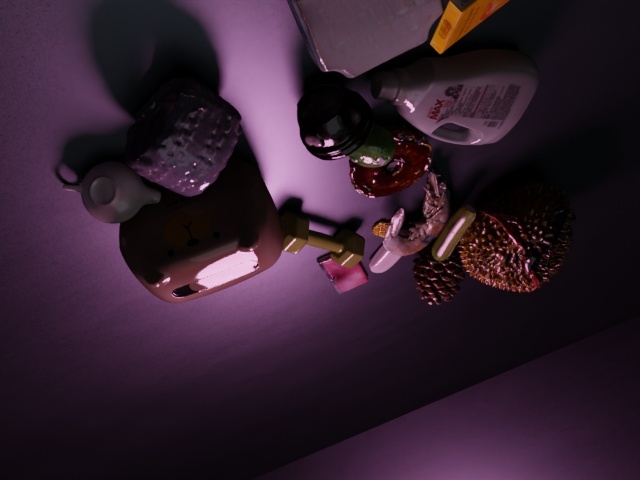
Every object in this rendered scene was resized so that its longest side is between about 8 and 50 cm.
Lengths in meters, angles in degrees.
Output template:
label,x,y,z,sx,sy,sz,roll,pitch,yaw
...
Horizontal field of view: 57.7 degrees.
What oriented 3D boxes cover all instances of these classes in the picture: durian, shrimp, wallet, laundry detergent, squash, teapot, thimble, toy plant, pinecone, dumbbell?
label,x,y,z,sx,sy,sz,roll,pitch,yaw
durian,0.624,-0.006,1.848,0.384,0.347,0.347,-21,143,4
shrimp,0.296,-0.077,1.763,0.247,0.085,0.360,-23,144,-22
wallet,0.080,0.104,1.972,0.119,0.025,0.232,-25,144,6
laundry detergent,0.309,-0.350,1.425,0.398,0.125,0.264,-2,141,-21
squash,0.414,-0.022,1.823,0.066,0.066,0.229,1,137,-26
teapot,-0.493,-0.113,1.347,0.226,0.145,0.092,9,180,7
thimble,-0.294,-0.221,1.239,0.236,0.205,0.172,-38,139,23
toy plant,0.053,-0.258,1.372,0.218,0.175,0.235,10,164,28
pinecone,0.408,0.112,1.986,0.184,0.179,0.204,-13,112,-2
dumbbell,0.000,0.000,1.734,0.302,0.121,0.108,16,101,-38

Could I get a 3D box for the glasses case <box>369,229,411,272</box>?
label,x,y,z,sx,sy,sz,roll,pitch,yaw
glasses case,0.236,0.038,1.936,0.076,0.049,0.197,9,132,-35

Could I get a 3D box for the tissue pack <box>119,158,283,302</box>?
label,x,y,z,sx,sy,sz,roll,pitch,yaw
tissue pack,-0.290,-0.006,1.458,0.387,0.277,0.267,-20,146,1

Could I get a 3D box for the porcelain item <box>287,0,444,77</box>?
label,x,y,z,sx,sy,sz,roll,pitch,yaw
porcelain item,0.078,-0.486,1.114,0.286,0.157,0.281,-26,142,6

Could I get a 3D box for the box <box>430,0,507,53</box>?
label,x,y,z,sx,sy,sz,roll,pitch,yaw
box,0.347,-0.504,1.185,0.269,0.043,0.152,-39,174,-11

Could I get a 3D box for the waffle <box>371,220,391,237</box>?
label,x,y,z,sx,sy,sz,roll,pitch,yaw
waffle,0.204,-0.039,1.855,0.085,0.016,0.078,8,135,-32

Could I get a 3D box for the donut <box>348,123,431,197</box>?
label,x,y,z,sx,sy,sz,roll,pitch,yaw
donut,0.180,-0.218,1.558,0.235,0.089,0.235,-12,143,-9
